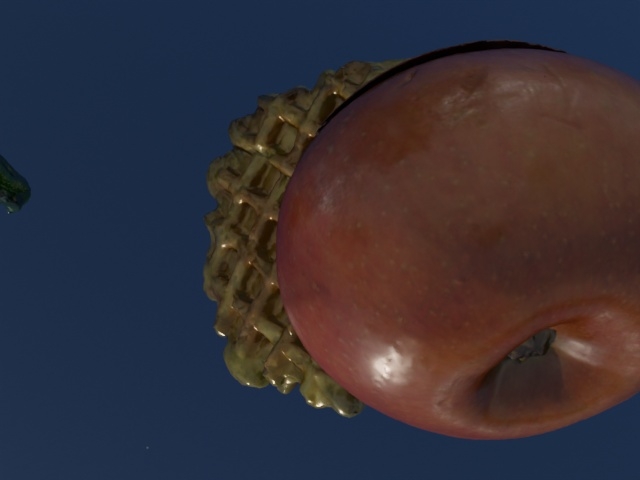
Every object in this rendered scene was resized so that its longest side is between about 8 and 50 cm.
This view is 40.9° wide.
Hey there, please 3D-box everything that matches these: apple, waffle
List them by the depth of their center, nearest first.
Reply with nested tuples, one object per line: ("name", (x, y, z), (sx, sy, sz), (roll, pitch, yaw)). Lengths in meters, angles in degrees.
("apple", (0.111, 0.009, 0.543), (0.272, 0.251, 0.206), (4, -148, -18))
("waffle", (0.001, -0.010, 0.742), (0.058, 0.281, 0.301), (14, -97, -47))

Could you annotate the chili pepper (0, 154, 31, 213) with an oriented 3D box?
("chili pepper", (-0.353, -0.090, 0.746), (0.216, 0.108, 0.062), (39, -125, -21))
